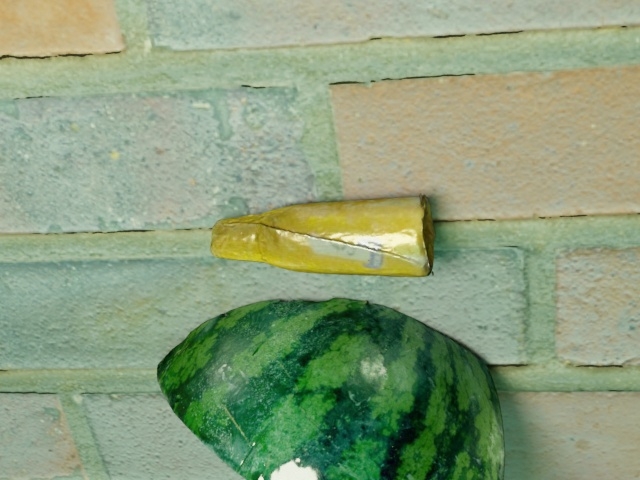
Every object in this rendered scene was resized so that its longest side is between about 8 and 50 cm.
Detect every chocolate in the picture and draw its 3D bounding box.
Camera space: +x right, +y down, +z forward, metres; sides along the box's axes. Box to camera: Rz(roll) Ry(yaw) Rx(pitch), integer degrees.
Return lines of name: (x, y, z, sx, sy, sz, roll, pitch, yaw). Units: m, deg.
chocolate: (0.000, 0.000, 1.016, 0.219, 0.086, 0.086, -2, 125, 14)

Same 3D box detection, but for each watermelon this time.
watermelon: (0.027, 0.161, 1.088, 0.292, 0.319, 0.222, 35, 89, -23)
